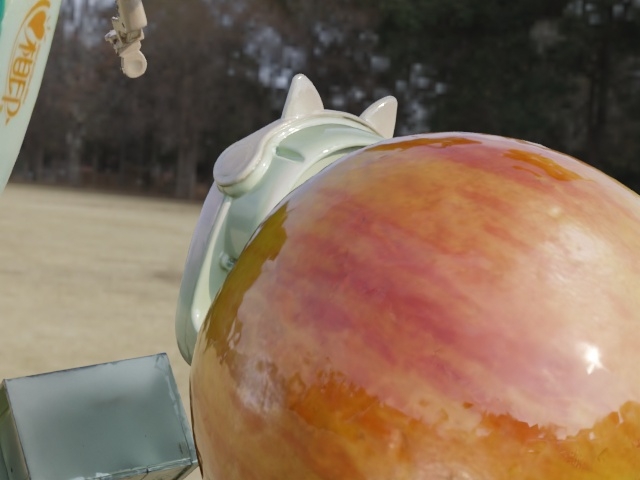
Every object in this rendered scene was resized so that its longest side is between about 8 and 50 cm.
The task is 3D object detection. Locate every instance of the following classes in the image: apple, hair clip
[{"bbox_3d":[0.070,0.078,0.709,0.233,0.286,0.286,32,11,21],"label":"apple"},{"bbox_3d":[-0.230,-0.254,1.746,0.034,0.072,0.226,-27,-1,-14],"label":"hair clip"}]

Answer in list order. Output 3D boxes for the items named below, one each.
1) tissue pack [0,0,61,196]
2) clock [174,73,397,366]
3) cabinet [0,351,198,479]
[{"bbox_3d":[-0.347,-0.155,1.078,0.162,0.287,0.388,19,5,11],"label":"tissue pack"},{"bbox_3d":[0.000,0.000,1.474,0.265,0.324,0.109,8,7,-37],"label":"clock"},{"bbox_3d":[-0.277,0.239,1.690,0.206,0.150,0.145,-7,-23,-32],"label":"cabinet"}]
